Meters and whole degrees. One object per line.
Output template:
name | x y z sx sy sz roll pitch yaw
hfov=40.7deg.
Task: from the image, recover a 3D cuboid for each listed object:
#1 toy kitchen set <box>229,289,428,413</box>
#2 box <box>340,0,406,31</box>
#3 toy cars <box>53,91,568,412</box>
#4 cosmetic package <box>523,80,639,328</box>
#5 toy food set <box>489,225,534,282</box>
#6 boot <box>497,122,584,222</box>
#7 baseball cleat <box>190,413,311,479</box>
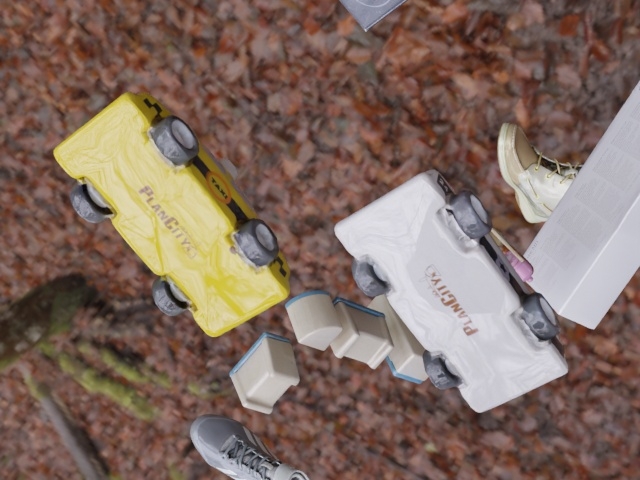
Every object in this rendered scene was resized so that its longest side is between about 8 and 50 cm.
toy kitchen set | 0.011 0.143 1.107 0.207 0.122 0.166 23 118 -34
box | 0.122 -0.386 0.963 0.143 0.270 0.165 48 151 -11
toy cars | 0.000 0.000 0.644 0.394 0.087 0.176 16 120 4
cosmetic package | 0.305 -0.036 0.884 0.060 0.239 0.099 22 -162 -28
toy food set | 0.175 0.012 0.819 0.078 0.019 0.122 49 -170 19
boot | 0.375 -0.106 1.340 0.165 0.077 0.213 0 142 36
baseball cleat | -0.076 0.292 1.130 0.206 0.072 0.109 37 151 -3
